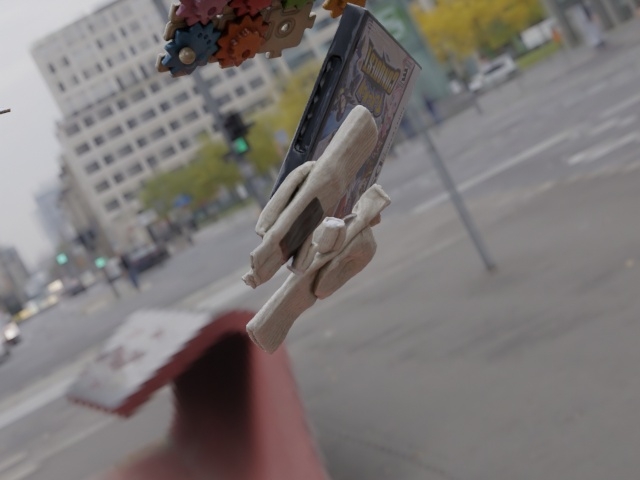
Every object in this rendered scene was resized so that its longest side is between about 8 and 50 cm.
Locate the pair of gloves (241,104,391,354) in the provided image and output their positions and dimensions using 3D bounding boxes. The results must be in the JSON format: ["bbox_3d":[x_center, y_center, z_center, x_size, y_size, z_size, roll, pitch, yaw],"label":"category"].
[{"bbox_3d":[0.000,0.000,1.677,0.204,0.042,0.240,-47,-22,-19],"label":"pair of gloves"}]

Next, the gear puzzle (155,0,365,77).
[{"bbox_3d":[-0.055,-0.295,2.237,0.339,0.044,0.175,-16,-39,-37],"label":"gear puzzle"}]

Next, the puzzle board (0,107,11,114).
[{"bbox_3d":[-0.510,-0.173,2.383,0.096,0.011,0.128,7,19,41],"label":"puzzle board"}]

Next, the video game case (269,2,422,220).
[{"bbox_3d":[0.037,-0.138,2.114,0.248,0.035,0.275,-68,-19,-2],"label":"video game case"}]
